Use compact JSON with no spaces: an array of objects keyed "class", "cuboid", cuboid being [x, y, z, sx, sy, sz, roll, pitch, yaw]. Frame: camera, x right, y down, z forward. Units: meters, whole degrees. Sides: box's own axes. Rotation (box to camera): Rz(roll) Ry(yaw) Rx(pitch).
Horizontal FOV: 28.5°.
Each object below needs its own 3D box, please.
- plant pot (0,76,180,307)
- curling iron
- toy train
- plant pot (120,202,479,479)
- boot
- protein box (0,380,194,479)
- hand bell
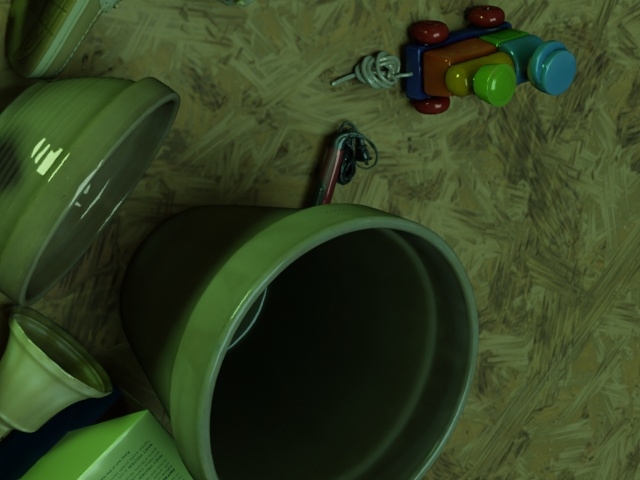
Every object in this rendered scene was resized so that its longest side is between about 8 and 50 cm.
[{"class":"plant pot","cuboid":[-0.236,-0.066,1.126,0.110,0.237,0.237,37,82,-1]},{"class":"curling iron","cuboid":[0.000,0.000,1.421,0.068,0.035,0.274,14,99,-41]},{"class":"toy train","cuboid":[0.153,-0.181,1.397,0.248,0.143,0.105,-20,119,-31]},{"class":"plant pot","cuboid":[-0.053,0.091,1.253,0.323,0.280,0.323,-16,118,-33]},{"class":"boot","cuboid":[-0.156,-0.243,1.165,0.203,0.095,0.262,18,104,-50]},{"class":"protein box","cuboid":[-0.226,0.275,1.287,0.200,0.136,0.201,-46,129,-16]},{"class":"hand bell","cuboid":[-0.327,0.192,1.214,0.242,0.126,0.126,-47,131,2]}]
